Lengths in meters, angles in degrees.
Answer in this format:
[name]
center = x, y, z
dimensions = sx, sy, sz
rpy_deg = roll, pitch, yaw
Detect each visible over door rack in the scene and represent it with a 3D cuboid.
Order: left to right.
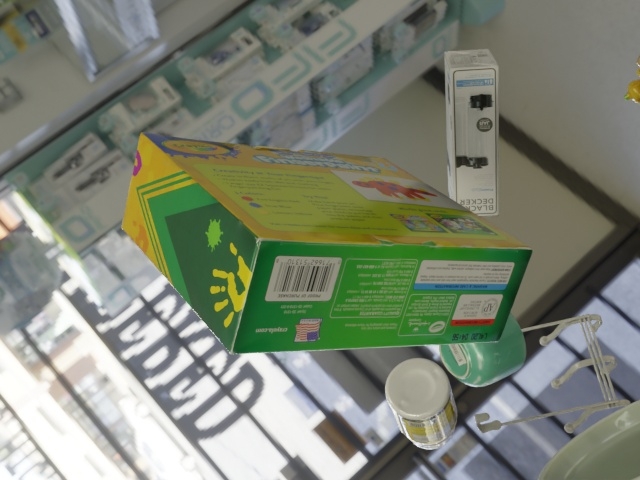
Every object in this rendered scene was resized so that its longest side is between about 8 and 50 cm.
[over door rack]
center = 0.466, 0.288, 1.972
dimensions = 0.108, 0.324, 0.239
rpy_deg = 85, 179, -50

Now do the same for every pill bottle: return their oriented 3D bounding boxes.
[pill bottle]
center = 0.195, 0.315, 1.746
dimensions = 0.119, 0.119, 0.208
rpy_deg = 40, 165, 30

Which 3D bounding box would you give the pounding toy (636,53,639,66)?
[pounding toy]
center = 0.674, -0.370, 1.548
dimensions = 0.154, 0.269, 0.155
rpy_deg = 30, -156, -5

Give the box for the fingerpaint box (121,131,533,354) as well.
[fingerpaint box]
center = 0.000, 0.000, 1.304
dimensions = 0.371, 0.445, 0.163
rpy_deg = 39, 119, 48

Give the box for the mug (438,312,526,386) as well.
[mug]
center = 0.243, 0.165, 1.499
dimensions = 0.158, 0.097, 0.129
rpy_deg = 33, 136, 49

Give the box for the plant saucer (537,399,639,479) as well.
[plant saucer]
center = 0.319, 0.229, 0.871
dimensions = 0.100, 0.400, 0.400
rpy_deg = 58, 163, 2

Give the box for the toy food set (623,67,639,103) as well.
[toy food set]
center = 0.631, -0.222, 1.733
dimensions = 0.217, 0.071, 0.128
rpy_deg = 65, -165, 12

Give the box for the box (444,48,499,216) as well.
[box]
center = 0.288, -0.205, 1.762
dimensions = 0.169, 0.087, 0.289
rpy_deg = -83, -12, -66
